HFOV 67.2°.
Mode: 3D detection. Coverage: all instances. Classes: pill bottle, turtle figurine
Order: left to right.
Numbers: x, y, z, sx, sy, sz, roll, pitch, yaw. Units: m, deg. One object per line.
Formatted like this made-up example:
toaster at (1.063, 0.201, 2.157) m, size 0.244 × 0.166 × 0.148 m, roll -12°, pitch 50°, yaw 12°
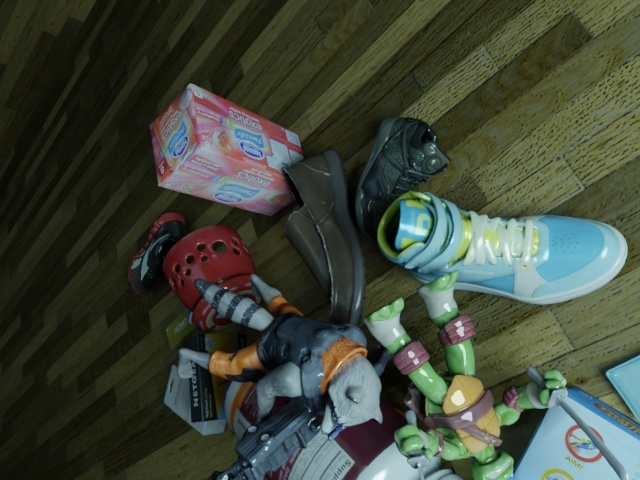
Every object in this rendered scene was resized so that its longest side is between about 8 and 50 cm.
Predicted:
pill bottle at (0.040, 0.335, 0.748) m, size 0.392 × 0.224 × 0.224 m, roll 34°, pitch 104°, yaw 41°
turtle figurine at (0.176, 0.174, 0.557) m, size 0.197 × 0.274 × 0.266 m, roll -31°, pitch 79°, yaw 15°

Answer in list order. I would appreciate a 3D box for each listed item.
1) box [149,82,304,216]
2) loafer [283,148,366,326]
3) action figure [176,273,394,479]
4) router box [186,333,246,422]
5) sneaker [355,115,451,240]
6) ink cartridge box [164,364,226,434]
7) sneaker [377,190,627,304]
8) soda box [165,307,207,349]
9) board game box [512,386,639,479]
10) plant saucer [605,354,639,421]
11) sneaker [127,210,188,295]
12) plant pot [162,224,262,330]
box at (-0.175, -0.169, 0.992) m, size 0.142 × 0.300 × 0.154 m, roll -31°, pitch 63°, yaw 32°
loafer at (0.000, 0.000, 0.893) m, size 0.130 × 0.134 × 0.366 m, roll -8°, pitch 60°, yaw -3°
action figure at (-0.070, 0.176, 0.652) m, size 0.330 × 0.341 × 0.179 m, roll 12°, pitch 126°, yaw 39°
router box at (-0.220, 0.296, 1.052) m, size 0.046 × 0.133 × 0.179 m, roll -24°, pitch 67°, yaw 37°
sneaker at (0.141, -0.104, 0.837) m, size 0.130 × 0.087 × 0.228 m, roll 19°, pitch 89°, yaw 49°
ink cartridge box at (-0.295, 0.374, 1.152) m, size 0.181 × 0.061 × 0.104 m, roll 14°, pitch 90°, yaw 42°
sneaker at (0.218, 0.004, 0.657) m, size 0.319 × 0.208 × 0.127 m, roll -6°, pitch 67°, yaw 41°
soda box at (-0.312, 0.204, 1.205) m, size 0.181 × 0.058 × 0.061 m, roll -43°, pitch 56°, yaw 28°
board game box at (0.356, 0.383, 0.545) m, size 0.308 × 0.086 × 0.302 m, roll 32°, pitch 103°, yaw 41°
plant saucer at (0.443, 0.140, 0.562) m, size 0.192 × 0.018 × 0.067 m, roll -43°, pitch 56°, yaw 29°
sneaker at (-0.444, 0.059, 1.326) m, size 0.276 × 0.097 × 0.135 m, roll -55°, pitch 49°, yaw 18°
plant pot at (-0.226, 0.088, 1.067) m, size 0.191 × 0.191 × 0.174 m, roll -52°, pitch 59°, yaw 22°
